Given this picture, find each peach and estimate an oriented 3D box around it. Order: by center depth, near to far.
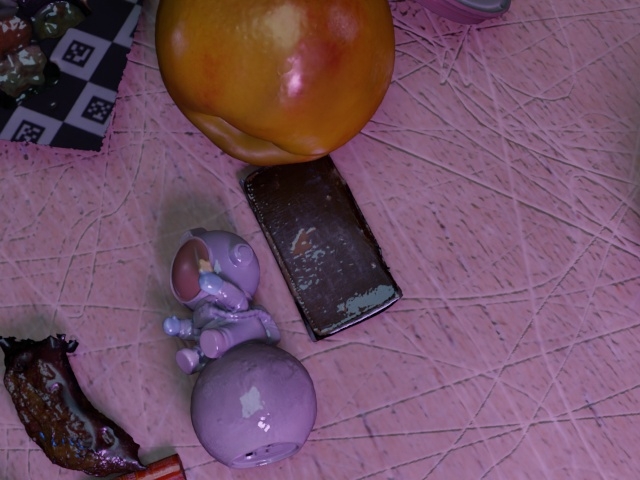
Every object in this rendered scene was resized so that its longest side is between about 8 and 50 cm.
[{"bbox_3d":[-0.051,-0.253,1.457,0.289,0.289,0.308,17,75,8],"label":"peach"}]

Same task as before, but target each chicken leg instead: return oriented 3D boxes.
[{"bbox_3d":[-0.295,0.192,1.434,0.105,0.063,0.234,-38,74,11],"label":"chicken leg"}]

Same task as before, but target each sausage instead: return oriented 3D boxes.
[{"bbox_3d":[-0.218,0.281,1.420,0.129,0.034,0.034,-20,72,-4],"label":"sausage"}]

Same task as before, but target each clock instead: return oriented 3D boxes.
[{"bbox_3d":[0.138,-0.362,1.526,0.244,0.056,0.244,26,38,-23],"label":"clock"}]

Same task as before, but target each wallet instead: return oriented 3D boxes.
[{"bbox_3d":[0.000,0.000,1.503,0.122,0.031,0.232,-25,71,-1],"label":"wallet"}]

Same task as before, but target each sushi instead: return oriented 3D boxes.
[{"bbox_3d":[-0.395,-0.248,1.589,0.339,0.069,0.320,6,64,5],"label":"sushi"}]

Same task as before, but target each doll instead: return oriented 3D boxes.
[{"bbox_3d":[-0.097,0.112,1.422,0.151,0.151,0.287,-17,66,-3],"label":"doll"}]
